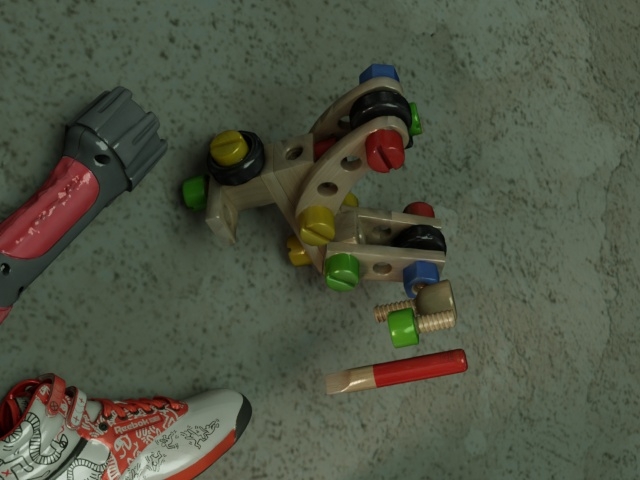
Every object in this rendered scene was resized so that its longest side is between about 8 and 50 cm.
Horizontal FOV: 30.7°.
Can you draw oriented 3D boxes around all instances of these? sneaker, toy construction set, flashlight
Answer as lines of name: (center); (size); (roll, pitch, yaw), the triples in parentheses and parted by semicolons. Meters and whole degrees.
sneaker: (-0.191, 0.169, 1.060); (0.270, 0.090, 0.145); (-32, 106, -30)
toy construction set: (0.000, 0.000, 1.157); (0.237, 0.257, 0.308); (-13, 73, 8)
flashlight: (-0.260, -0.016, 1.024); (0.103, 0.103, 0.304); (48, 63, -18)
